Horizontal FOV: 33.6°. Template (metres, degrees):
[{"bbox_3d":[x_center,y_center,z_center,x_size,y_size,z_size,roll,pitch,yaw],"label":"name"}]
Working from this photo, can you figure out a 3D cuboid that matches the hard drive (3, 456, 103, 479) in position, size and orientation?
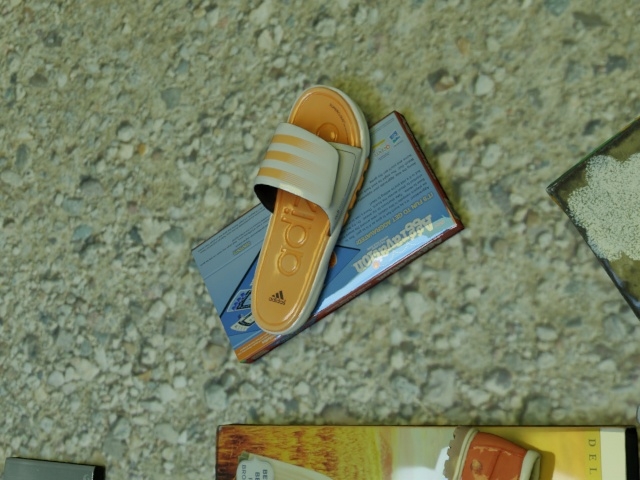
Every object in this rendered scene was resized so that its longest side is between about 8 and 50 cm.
[{"bbox_3d":[-0.314,0.305,1.236,0.135,0.022,0.094,-1,81,27],"label":"hard drive"}]

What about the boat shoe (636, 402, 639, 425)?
[{"bbox_3d":[0.344,0.167,0.910,0.142,0.040,0.049,18,82,28],"label":"boat shoe"}]

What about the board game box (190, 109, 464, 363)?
[{"bbox_3d":[0.000,0.000,1.120,0.281,0.027,0.145,-33,67,19],"label":"board game box"}]

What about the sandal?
[{"bbox_3d":[-0.023,-0.034,1.079,0.102,0.076,0.265,12,87,28],"label":"sandal"}]

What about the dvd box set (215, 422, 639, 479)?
[{"bbox_3d":[0.090,0.327,1.003,0.421,0.062,0.307,-4,81,27],"label":"dvd box set"}]

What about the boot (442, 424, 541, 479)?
[{"bbox_3d":[0.143,0.247,0.921,0.085,0.059,0.157,11,85,24],"label":"boot"}]

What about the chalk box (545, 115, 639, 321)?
[{"bbox_3d":[0.366,-0.046,0.856,0.289,0.179,0.180,-37,67,16],"label":"chalk box"}]
